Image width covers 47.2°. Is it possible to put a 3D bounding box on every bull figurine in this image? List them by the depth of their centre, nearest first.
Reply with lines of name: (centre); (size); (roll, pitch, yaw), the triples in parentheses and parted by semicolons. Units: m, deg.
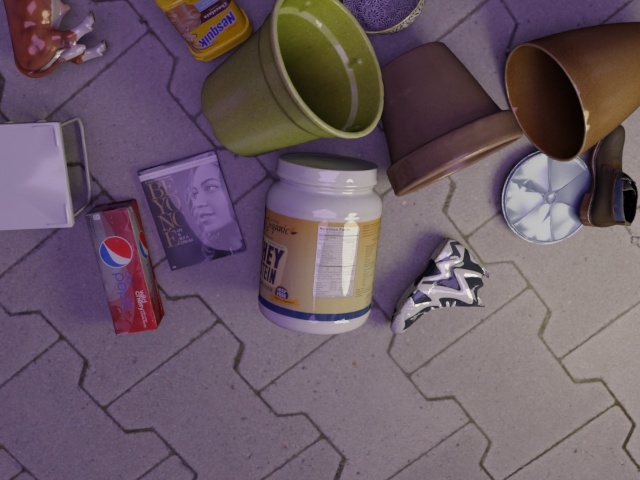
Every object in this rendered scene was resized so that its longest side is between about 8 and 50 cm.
bull figurine: (-0.514, -0.460, 1.342); (0.188, 0.101, 0.310); (-9, 105, -2)

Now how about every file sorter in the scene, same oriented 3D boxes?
file sorter: (-0.599, -0.133, 1.391); (0.278, 0.173, 0.192); (-3, 106, -2)

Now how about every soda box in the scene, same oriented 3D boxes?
soda box: (-0.396, 0.055, 1.498); (0.092, 0.083, 0.263); (-9, 106, 1)

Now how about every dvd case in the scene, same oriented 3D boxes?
dvd case: (-0.262, -0.059, 1.507); (0.165, 0.018, 0.221); (-15, 105, 2)

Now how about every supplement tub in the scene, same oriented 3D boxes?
supplement tub: (0.000, 0.000, 1.427); (0.228, 0.228, 0.316); (4, 105, -4)

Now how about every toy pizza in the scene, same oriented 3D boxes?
toy pizza: (0.470, -0.091, 1.521); (0.201, 0.032, 0.201); (-2, 104, -6)

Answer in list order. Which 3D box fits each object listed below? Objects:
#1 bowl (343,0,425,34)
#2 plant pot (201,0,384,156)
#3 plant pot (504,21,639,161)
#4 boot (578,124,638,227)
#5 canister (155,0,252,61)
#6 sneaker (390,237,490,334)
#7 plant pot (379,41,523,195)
bowl: (0.134, -0.448, 1.372); (0.170, 0.080, 0.170); (-10, 71, 28)
plant pot: (-0.070, -0.274, 1.319); (0.254, 0.276, 0.276); (-18, 109, 41)
plant pot: (0.523, -0.308, 1.383); (0.254, 0.237, 0.237); (-26, 105, -9)
boot: (0.598, -0.128, 1.465); (0.082, 0.106, 0.219); (10, 94, -30)
canister: (-0.212, -0.415, 1.329); (0.126, 0.170, 0.073); (-29, 66, 6)
sneaker: (0.263, 0.127, 1.542); (0.153, 0.094, 0.235); (34, 91, -2)
plant pot: (0.211, -0.237, 1.382); (0.263, 0.263, 0.229); (-27, 87, 5)
